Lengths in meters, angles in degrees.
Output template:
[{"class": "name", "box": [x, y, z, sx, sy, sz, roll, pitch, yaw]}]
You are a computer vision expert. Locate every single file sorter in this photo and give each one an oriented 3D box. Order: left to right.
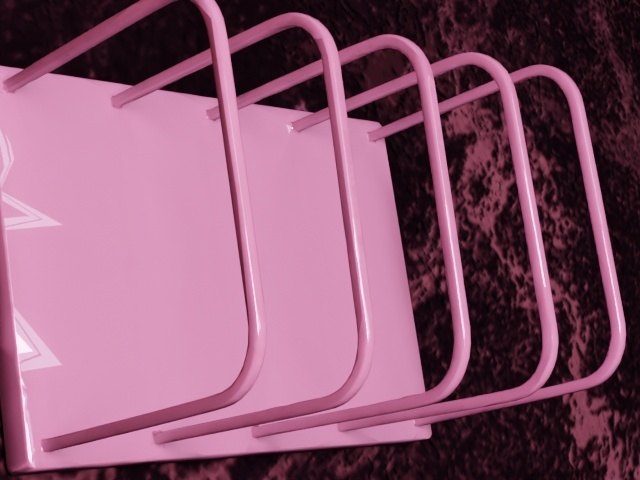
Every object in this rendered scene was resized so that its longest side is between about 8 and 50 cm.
[{"class": "file sorter", "box": [0.000, 0.000, 0.723, 0.278, 0.173, 0.193, 4, 74, -46]}]
